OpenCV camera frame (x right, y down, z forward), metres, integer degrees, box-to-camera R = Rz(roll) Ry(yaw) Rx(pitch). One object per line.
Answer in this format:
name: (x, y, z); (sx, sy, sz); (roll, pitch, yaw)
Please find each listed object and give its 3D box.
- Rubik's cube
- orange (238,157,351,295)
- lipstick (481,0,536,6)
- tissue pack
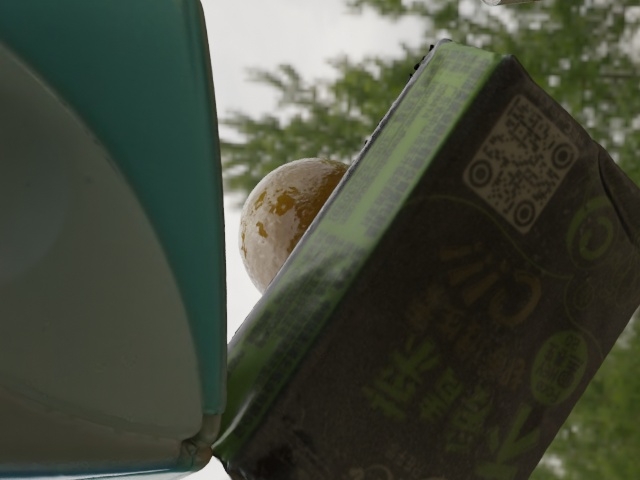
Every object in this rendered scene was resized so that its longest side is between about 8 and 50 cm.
Rubik's cube: (-0.276, 0.007, 0.961); (0.347, 0.351, 0.352); (150, 123, -61)
orange: (0.000, 0.000, 1.871); (0.236, 0.236, 0.236); (5, -90, -70)
lipstick: (0.243, -0.307, 1.714); (0.130, 0.038, 0.038); (-16, -70, -48)
tissue pack: (0.102, 0.072, 1.180); (0.288, 0.124, 0.394); (39, -99, -34)
